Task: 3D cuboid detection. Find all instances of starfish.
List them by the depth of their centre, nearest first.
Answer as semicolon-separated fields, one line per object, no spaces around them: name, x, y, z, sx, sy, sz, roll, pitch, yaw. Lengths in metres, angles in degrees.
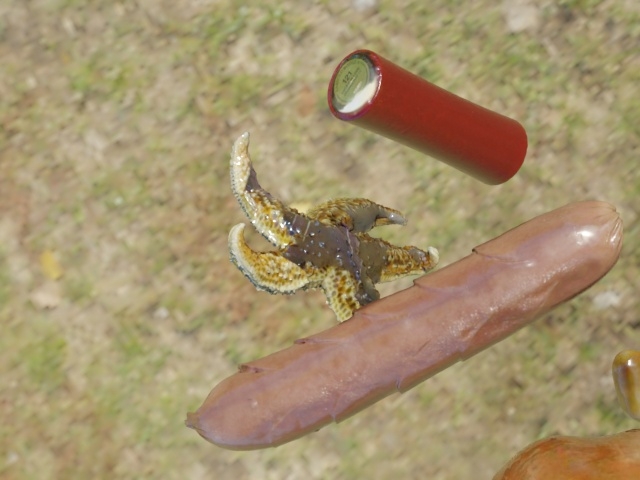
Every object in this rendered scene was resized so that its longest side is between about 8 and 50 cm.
starfish;-0.002;0.001;1.664;0.216;0.238;0.071;51;121;18

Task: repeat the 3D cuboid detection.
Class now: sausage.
sausage;0.070;0.083;1.604;0.433;0.088;0.088;-27;96;18

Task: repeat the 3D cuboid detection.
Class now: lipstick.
lipstick;0.114;-0.126;1.949;0.080;0.241;0.080;-21;60;41

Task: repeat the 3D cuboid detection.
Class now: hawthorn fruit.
hawthorn fruit;0.223;0.252;1.433;0.199;0.251;0.199;-1;109;-3

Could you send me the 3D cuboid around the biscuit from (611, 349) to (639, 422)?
biscuit;0.360;0.151;1.695;0.047;0.208;0.164;-13;95;59
